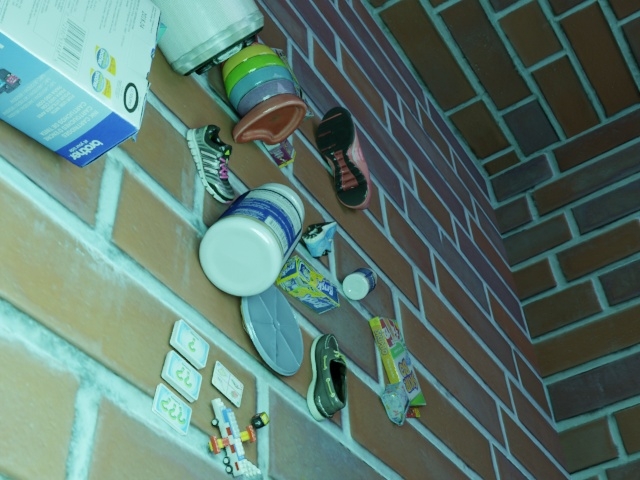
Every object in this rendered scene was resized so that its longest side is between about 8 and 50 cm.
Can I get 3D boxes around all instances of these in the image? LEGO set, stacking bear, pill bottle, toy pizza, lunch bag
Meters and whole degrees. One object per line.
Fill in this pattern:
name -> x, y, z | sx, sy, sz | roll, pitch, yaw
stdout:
LEGO set -> -0.156, 0.260, 1.336 | 0.244, 0.060, 0.182 | 51, 28, -31
stacking bear -> -0.161, -0.384, 1.925 | 0.175, 0.164, 0.289 | -4, 61, -53
pill bottle -> 0.103, 0.105, 2.095 | 0.067, 0.067, 0.120 | 64, 21, 0
toy pizza -> -0.098, 0.167, 1.608 | 0.201, 0.032, 0.201 | 50, 26, -35
pill bottle -> -0.119, -0.012, 1.596 | 0.153, 0.153, 0.264 | 59, 21, -12
lunch bag -> 0.185, 0.387, 1.985 | 0.083, 0.053, 0.071 | 70, 21, -9

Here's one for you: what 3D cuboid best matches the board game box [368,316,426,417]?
board game box -> 0.199, 0.322, 2.122 | 0.124, 0.039, 0.259 | 19, 52, -61

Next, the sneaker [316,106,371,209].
sneaker -> 0.073, -0.225, 2.385 | 0.136, 0.116, 0.313 | 34, 41, -69

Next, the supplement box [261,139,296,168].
supplement box -> -0.101, -0.226, 2.034 | 0.083, 0.043, 0.055 | 55, 23, -23

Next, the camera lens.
camera lens -> -0.264, -0.494, 1.719 | 0.274, 0.219, 0.219 | 58, 22, -13

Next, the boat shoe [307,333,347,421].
boat shoe -> 0.024, 0.271, 1.718 | 0.081, 0.069, 0.227 | 52, 24, -28

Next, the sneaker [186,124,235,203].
sneaker -> -0.205, -0.158, 1.670 | 0.170, 0.075, 0.063 | 66, 21, 6

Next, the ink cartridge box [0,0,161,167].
ink cartridge box -> -0.388, -0.295, 1.206 | 0.395, 0.151, 0.269 | 34, 44, -38

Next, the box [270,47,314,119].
box -> -0.095, -0.425, 2.285 | 0.206, 0.036, 0.114 | 64, 21, 1

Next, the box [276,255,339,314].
box -> -0.026, 0.099, 1.812 | 0.169, 0.059, 0.054 | 39, 34, -47

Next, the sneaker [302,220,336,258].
sneaker -> 0.000, 0.000, 2.014 | 0.162, 0.064, 0.073 | -43, 123, -64

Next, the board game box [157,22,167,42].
board game box -> -0.393, -0.420, 1.472 | 0.210, 0.047, 0.160 | 40, 22, 2
